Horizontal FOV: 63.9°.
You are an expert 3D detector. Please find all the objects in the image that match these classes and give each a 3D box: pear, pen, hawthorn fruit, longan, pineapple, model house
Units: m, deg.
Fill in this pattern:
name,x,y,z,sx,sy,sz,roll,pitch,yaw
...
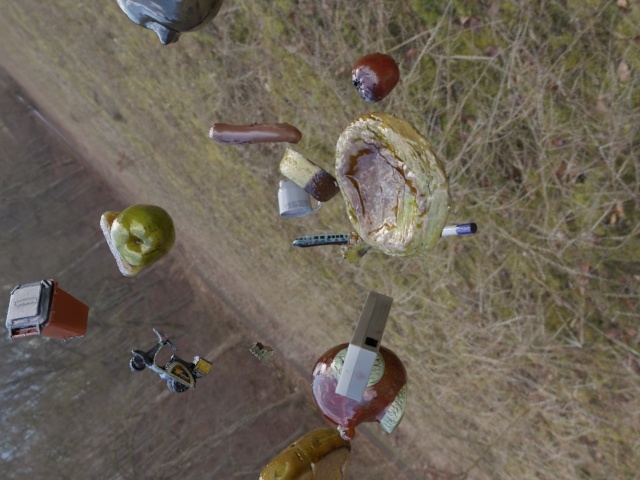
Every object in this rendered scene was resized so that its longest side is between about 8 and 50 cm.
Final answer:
name,x,y,z,sx,sy,sz,roll,pitch,yaw
pear,-0.546,-0.022,1.594,0.200,0.200,0.200,43,167,13
pen,0.371,-0.027,1.580,0.033,0.033,0.269,50,154,-18
hawthorn fruit,0.184,-0.524,1.625,0.148,0.172,0.148,58,173,12
longan,-0.397,-0.671,1.341,0.300,0.300,0.243,46,-149,-1
pineapple,0.144,0.023,2.292,0.233,0.135,0.080,123,139,-50
model house,-0.208,0.395,1.839,0.057,0.058,0.083,49,165,-18

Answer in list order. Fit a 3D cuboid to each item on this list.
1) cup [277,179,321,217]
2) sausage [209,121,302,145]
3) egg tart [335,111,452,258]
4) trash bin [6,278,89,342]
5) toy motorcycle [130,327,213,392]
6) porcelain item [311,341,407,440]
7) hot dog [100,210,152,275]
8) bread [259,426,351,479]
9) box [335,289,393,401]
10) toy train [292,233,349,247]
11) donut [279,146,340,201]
name,x,y,z,sx,sy,sz,roll,pitch,yaw
cup,-0.088,-0.181,2.100,0.134,0.173,0.142,73,-171,-78
sausage,-0.211,-0.349,1.681,0.078,0.304,0.078,179,90,-86
egg tart,0.175,-0.129,1.164,0.352,0.150,0.352,34,139,36
trash bin,-0.890,0.253,1.697,0.239,0.161,0.185,60,-158,-60
toy motorcycle,-0.524,0.426,1.783,0.263,0.157,0.091,36,153,-19
porcelain item,0.095,0.380,1.271,0.253,0.253,0.253,43,167,13
hot dog,-0.719,0.000,1.956,0.150,0.153,0.257,-22,92,59
bread,-0.067,0.732,1.513,0.148,0.328,0.337,25,123,41
box,0.095,0.217,1.079,0.058,0.201,0.141,18,122,9
toy train,0.000,0.000,1.885,0.043,0.207,0.047,106,160,-70
donut,-0.035,-0.193,1.568,0.217,0.085,0.141,36,-178,-6
